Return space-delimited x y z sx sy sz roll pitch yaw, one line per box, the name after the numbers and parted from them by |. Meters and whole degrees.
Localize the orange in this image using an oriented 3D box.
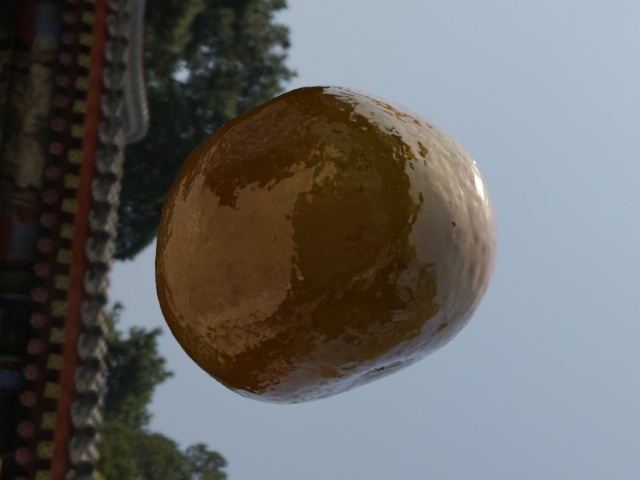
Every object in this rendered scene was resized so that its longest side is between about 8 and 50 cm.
0.000 0.000 0.452 0.159 0.159 0.136 -36 -110 36 | orange
